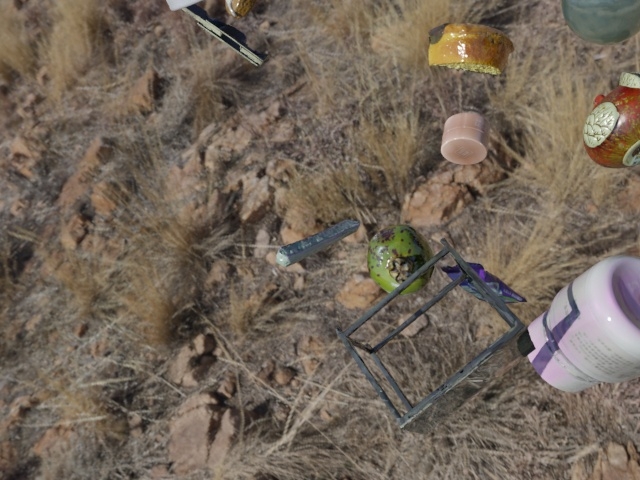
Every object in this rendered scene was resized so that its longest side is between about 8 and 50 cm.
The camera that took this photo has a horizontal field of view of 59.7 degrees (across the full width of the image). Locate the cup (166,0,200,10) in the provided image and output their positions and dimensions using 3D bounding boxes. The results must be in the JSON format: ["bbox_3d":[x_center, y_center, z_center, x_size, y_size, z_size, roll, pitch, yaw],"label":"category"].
[{"bbox_3d":[-0.174,-0.491,0.703,0.212,0.317,0.212,-19,31,12],"label":"cup"}]

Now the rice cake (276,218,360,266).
[{"bbox_3d":[0.000,0.000,1.056,0.207,0.033,0.033,-25,56,-39],"label":"rice cake"}]

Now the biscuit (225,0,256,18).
[{"bbox_3d":[-0.063,-0.694,1.221,0.432,0.064,0.283,-20,57,38],"label":"biscuit"}]

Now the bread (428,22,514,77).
[{"bbox_3d":[0.446,-0.561,1.617,0.260,0.129,0.134,7,4,-1],"label":"bread"}]

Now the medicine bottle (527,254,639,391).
[{"bbox_3d":[0.667,0.211,1.323,0.256,0.325,0.256,8,55,-12],"label":"medicine bottle"}]

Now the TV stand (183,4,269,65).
[{"bbox_3d":[-0.241,-0.524,1.396,0.036,0.249,0.042,-59,7,-21],"label":"TV stand"}]

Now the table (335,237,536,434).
[{"bbox_3d":[0.265,0.229,1.294,0.335,0.222,0.272,-40,57,6],"label":"table"}]

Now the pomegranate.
[{"bbox_3d":[0.220,0.060,1.542,0.202,0.202,0.248,-28,2,9],"label":"pomegranate"}]

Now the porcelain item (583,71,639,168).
[{"bbox_3d":[0.803,-0.323,1.476,0.252,0.253,0.253,-20,42,19],"label":"porcelain item"}]

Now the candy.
[{"bbox_3d":[0.508,0.139,1.727,0.145,0.275,0.070,-8,55,53],"label":"candy"}]

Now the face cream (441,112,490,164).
[{"bbox_3d":[0.474,-0.330,1.821,0.149,0.149,0.104,-3,61,33],"label":"face cream"}]

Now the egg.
[{"bbox_3d":[0.672,-0.561,1.308,0.186,0.253,0.187,-31,48,42],"label":"egg"}]
